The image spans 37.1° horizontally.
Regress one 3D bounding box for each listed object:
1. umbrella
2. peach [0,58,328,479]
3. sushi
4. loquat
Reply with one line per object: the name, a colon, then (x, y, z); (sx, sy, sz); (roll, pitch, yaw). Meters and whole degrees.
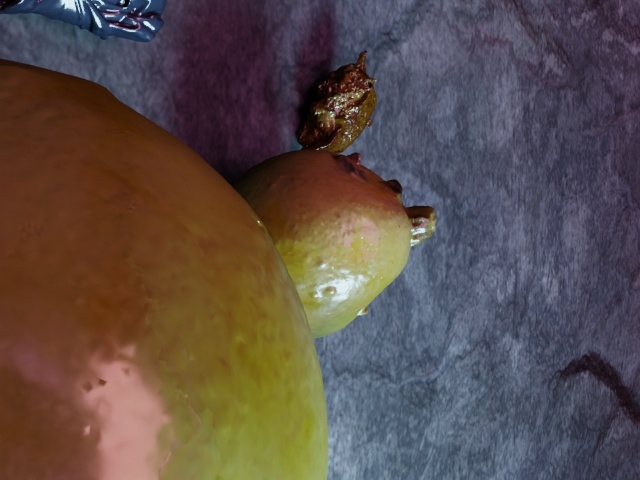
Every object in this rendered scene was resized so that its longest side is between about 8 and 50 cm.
umbrella: (-0.187, -0.172, 0.595); (0.248, 0.071, 0.070); (1, 91, -56)
peach: (-0.154, 0.075, 0.464); (0.282, 0.314, 0.315); (-28, 114, -36)
sushi: (0.018, -0.129, 0.919); (0.060, 0.062, 0.117); (55, 48, -59)
loquat: (0.000, 0.000, 0.799); (0.172, 0.205, 0.149); (89, -16, -64)
